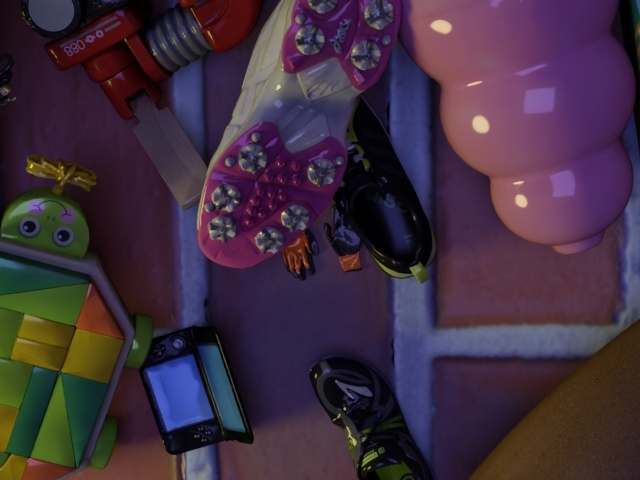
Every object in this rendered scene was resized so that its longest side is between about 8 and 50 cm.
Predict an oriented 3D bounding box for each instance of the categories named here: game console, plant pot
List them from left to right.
[{"bbox_3d":[-0.128,0.152,1.248,0.107,0.071,0.122,-17,93,7],"label":"game console"},{"bbox_3d":[0.281,0.204,1.151,0.237,0.237,0.254,33,84,2],"label":"plant pot"}]

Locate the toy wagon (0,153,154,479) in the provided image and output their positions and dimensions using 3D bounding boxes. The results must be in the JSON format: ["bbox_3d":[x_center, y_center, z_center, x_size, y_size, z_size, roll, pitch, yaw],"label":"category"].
[{"bbox_3d":[-0.298,0.085,1.200,0.267,0.068,0.344,16,108,-18],"label":"toy wagon"}]

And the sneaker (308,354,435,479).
[{"bbox_3d":[0.055,0.192,1.229,0.067,0.078,0.188,-32,91,8],"label":"sneaker"}]

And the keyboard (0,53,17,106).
[{"bbox_3d":[-0.394,-0.157,1.116,0.317,0.033,0.201,-35,100,19],"label":"keyboard"}]

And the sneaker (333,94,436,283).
[{"bbox_3d":[0.042,-0.065,1.188,0.084,0.097,0.235,-35,88,3],"label":"sneaker"}]

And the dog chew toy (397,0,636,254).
[{"bbox_3d":[0.189,-0.148,1.127,0.206,0.206,0.332,-18,102,8],"label":"dog chew toy"}]

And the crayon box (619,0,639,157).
[{"bbox_3d":[0.456,-0.233,1.126,0.362,0.106,0.313,-9,95,8],"label":"crayon box"}]

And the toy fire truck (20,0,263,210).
[{"bbox_3d":[-0.137,-0.180,1.192,0.217,0.158,0.246,-25,113,13],"label":"toy fire truck"}]

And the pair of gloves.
[{"bbox_3d":[0.000,0.000,1.249,0.083,0.010,0.074,-10,95,6],"label":"pair of gloves"}]

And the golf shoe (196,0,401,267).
[{"bbox_3d":[-0.026,-0.119,1.144,0.115,0.140,0.306,23,107,-20],"label":"golf shoe"}]
